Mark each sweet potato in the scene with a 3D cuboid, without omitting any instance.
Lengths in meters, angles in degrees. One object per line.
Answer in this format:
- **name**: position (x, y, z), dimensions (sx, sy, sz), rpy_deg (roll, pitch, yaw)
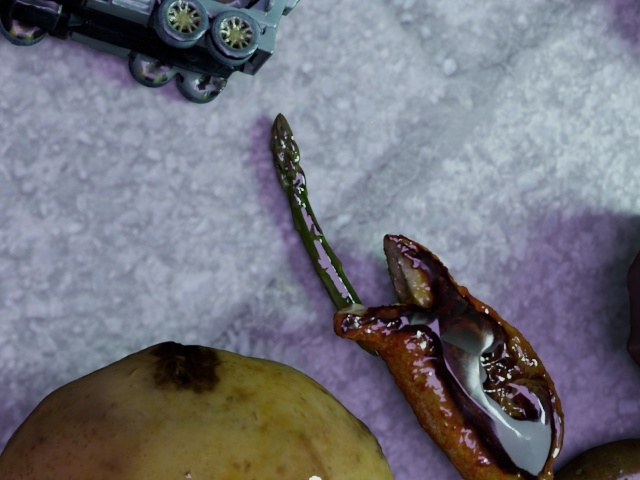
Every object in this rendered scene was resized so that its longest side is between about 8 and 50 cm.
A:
- **sweet potato**: position (0.251, 0.242, 1.081), dimensions (0.346, 0.108, 0.079), rpy_deg (-22, 101, -21)

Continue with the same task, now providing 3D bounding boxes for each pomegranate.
- **pomegranate**: position (-0.094, 0.228, 0.889), dimensions (0.322, 0.322, 0.322), rpy_deg (1, 88, -17)

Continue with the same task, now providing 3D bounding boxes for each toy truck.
- **toy truck**: position (-0.140, -0.214, 0.985), dimensions (0.256, 0.108, 0.140), rpy_deg (16, 71, -18)

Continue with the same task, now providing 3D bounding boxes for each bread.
- **bread**: position (0.121, 0.119, 1.057), dimensions (0.269, 0.095, 0.139), rpy_deg (45, 54, -7)

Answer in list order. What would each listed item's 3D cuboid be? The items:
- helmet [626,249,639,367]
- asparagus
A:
- **helmet**: position (0.421, 0.096, 1.053), dimensions (0.338, 0.271, 0.197), rpy_deg (34, 83, 11)
- **asparagus**: position (0.001, 0.000, 1.056), dimensions (0.034, 0.027, 0.236), rpy_deg (-26, 95, -21)
